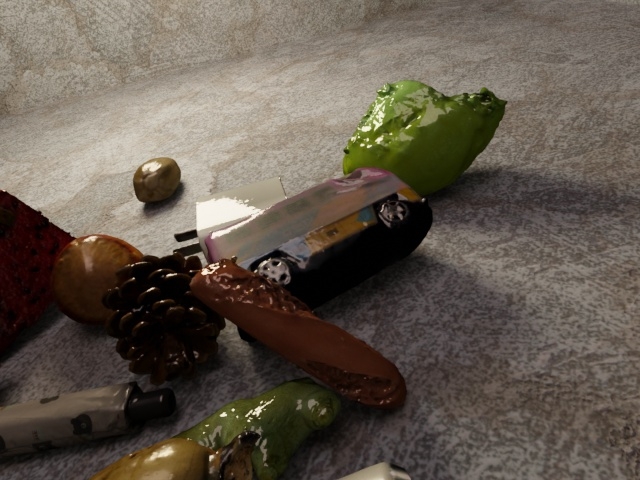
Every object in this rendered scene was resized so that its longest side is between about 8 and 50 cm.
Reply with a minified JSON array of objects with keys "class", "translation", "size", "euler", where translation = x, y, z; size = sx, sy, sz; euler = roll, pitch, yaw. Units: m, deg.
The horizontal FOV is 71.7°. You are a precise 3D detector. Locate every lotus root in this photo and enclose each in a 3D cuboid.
[{"class":"lotus root","translation":[-0.151,0.255,0.422],"size":[0.221,0.125,0.118],"euler":[-23,74,-10]}]

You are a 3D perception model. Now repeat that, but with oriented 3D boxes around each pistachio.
[{"class":"pistachio","translation":[-0.444,-0.170,1.221],"size":[0.108,0.126,0.185],"euler":[33,35,-11]}]

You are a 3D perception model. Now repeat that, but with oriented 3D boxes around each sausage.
[{"class":"sausage","translation":[-0.021,0.126,0.580],"size":[0.327,0.087,0.079],"euler":[33,86,-2]}]

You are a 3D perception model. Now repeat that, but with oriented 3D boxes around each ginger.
[{"class":"ginger","translation":[-0.108,0.258,0.549],"size":[0.290,0.089,0.137],"euler":[-19,32,-9]}]

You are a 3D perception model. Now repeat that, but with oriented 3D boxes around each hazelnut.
[{"class":"hazelnut","translation":[-0.415,0.067,0.838],"size":[0.182,0.182,0.182],"euler":[-8,36,6]}]

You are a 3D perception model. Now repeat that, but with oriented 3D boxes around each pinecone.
[{"class":"pinecone","translation":[-0.239,0.126,0.703],"size":[0.185,0.169,0.212],"euler":[-49,54,2]}]

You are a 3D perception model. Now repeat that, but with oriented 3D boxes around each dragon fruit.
[{"class":"dragon fruit","translation":[-0.586,0.073,0.852],"size":[0.240,0.302,0.330],"euler":[4,64,1]}]

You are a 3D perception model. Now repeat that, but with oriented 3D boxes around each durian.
[{"class":"durian","translation":[0.208,-0.216,0.987],"size":[0.256,0.204,0.339],"euler":[39,97,17]}]

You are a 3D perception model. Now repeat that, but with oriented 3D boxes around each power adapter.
[{"class":"power adapter","translation":[-0.180,-0.024,0.922],"size":[0.255,0.124,0.187],"euler":[-15,35,-5]}]

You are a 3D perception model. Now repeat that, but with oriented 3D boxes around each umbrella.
[{"class":"umbrella","translation":[-0.378,0.264,0.644],"size":[0.337,0.067,0.073],"euler":[-12,40,1]}]

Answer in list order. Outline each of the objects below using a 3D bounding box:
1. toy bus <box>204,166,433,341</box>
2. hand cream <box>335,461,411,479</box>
[{"class":"toy bus","translation":[0.000,0.000,0.767],"size":[0.386,0.171,0.162],"euler":[-26,62,-19]},{"class":"hand cream","translation":[-0.061,0.337,0.425],"size":[0.359,0.118,0.185],"euler":[-24,36,0]}]
